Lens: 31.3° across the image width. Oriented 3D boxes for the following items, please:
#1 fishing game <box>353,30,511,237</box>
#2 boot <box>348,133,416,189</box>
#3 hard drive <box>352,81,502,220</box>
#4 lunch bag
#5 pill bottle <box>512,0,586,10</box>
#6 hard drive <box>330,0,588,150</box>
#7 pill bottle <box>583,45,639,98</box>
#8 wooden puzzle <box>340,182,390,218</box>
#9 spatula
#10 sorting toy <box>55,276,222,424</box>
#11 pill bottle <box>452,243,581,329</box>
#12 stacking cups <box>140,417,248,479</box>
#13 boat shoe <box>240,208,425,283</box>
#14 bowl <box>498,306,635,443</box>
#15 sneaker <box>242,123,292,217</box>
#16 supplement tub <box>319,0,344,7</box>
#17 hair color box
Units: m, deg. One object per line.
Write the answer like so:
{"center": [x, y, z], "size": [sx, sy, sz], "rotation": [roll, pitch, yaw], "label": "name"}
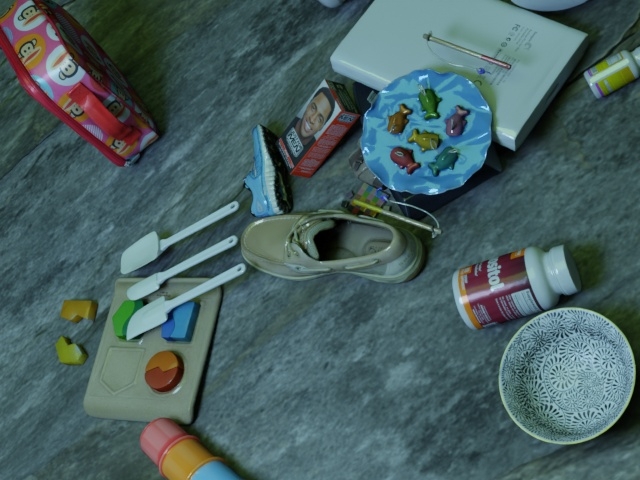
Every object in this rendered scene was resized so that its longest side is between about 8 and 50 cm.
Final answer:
{"center": [0.140, -0.152, 1.555], "size": [0.189, 0.041, 0.264], "rotation": [26, 88, 23], "label": "fishing game"}
{"center": [0.094, -0.130, 1.623], "size": [0.118, 0.042, 0.087], "rotation": [-45, 54, 7], "label": "boot"}
{"center": [0.145, -0.168, 1.669], "size": [0.172, 0.054, 0.254], "rotation": [-30, 57, 16], "label": "hard drive"}
{"center": [-0.389, -0.252, 1.875], "size": [0.120, 0.293, 0.258], "rotation": [-41, 54, 4], "label": "lunch bag"}
{"center": [0.328, -0.482, 1.633], "size": [0.161, 0.161, 0.283], "rotation": [-10, 65, 27], "label": "pill bottle"}
{"center": [0.196, -0.268, 1.633], "size": [0.308, 0.040, 0.203], "rotation": [28, 70, 26], "label": "hard drive"}
{"center": [0.404, -0.230, 1.550], "size": [0.083, 0.043, 0.043], "rotation": [-28, 58, 17], "label": "pill bottle"}
{"center": [0.070, -0.056, 1.693], "size": [0.083, 0.006, 0.049], "rotation": [32, 87, 36], "label": "wooden puzzle"}
{"center": [-0.217, 0.037, 1.765], "size": [0.242, 0.019, 0.168], "rotation": [-28, 49, 26], "label": "spatula"}
{"center": [-0.307, 0.166, 1.797], "size": [0.307, 0.041, 0.229], "rotation": [-1, 69, 30], "label": "sorting toy"}
{"center": [0.256, 0.057, 1.486], "size": [0.152, 0.086, 0.086], "rotation": [-19, 61, 22], "label": "pill bottle"}
{"center": [-0.144, 0.350, 1.586], "size": [0.316, 0.096, 0.096], "rotation": [33, 88, 36], "label": "stacking cups"}
{"center": [0.000, 0.000, 1.653], "size": [0.302, 0.098, 0.109], "rotation": [6, 72, 33], "label": "boat shoe"}
{"center": [0.313, 0.174, 1.406], "size": [0.170, 0.080, 0.170], "rotation": [-12, 64, 25], "label": "bowl"}
{"center": [-0.095, -0.109, 1.780], "size": [0.073, 0.063, 0.162], "rotation": [-21, 60, 25], "label": "sneaker"}
{"center": [0.053, -0.518, 1.790], "size": [0.272, 0.191, 0.191], "rotation": [-42, 55, 9], "label": "supplement tub"}
{"center": [-0.006, -0.169, 1.733], "size": [0.141, 0.043, 0.072], "rotation": [-50, 50, 32], "label": "hair color box"}
